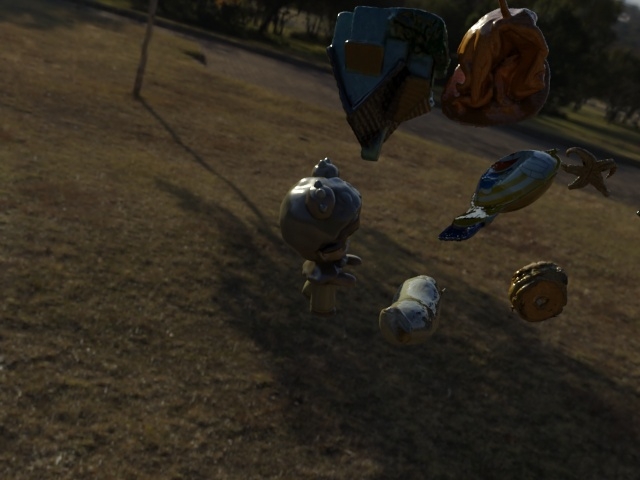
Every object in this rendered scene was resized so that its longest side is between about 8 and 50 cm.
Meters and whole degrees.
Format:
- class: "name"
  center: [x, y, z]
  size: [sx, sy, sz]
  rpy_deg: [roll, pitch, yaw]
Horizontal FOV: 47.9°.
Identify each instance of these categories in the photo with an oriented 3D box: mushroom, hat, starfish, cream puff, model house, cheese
- class: "mushroom"
  center: [0.188, 0.141, 1.426]
  size: [0.109, 0.097, 0.351]
  rpy_deg: [51, 17, 3]
- class: "hat"
  center: [0.340, -0.383, 1.403]
  size: [0.244, 0.233, 0.233]
  rpy_deg: [-16, 53, 2]
- class: "starfish"
  center: [0.793, -0.193, 2.116]
  size: [0.210, 0.150, 0.053]
  rpy_deg: [41, 26, -27]
- class: "cream puff"
  center: [0.449, 0.102, 1.492]
  size: [0.119, 0.133, 0.104]
  rpy_deg: [17, 16, -6]
- class: "model house"
  center: [0.132, -0.304, 1.484]
  size: [0.230, 0.248, 0.280]
  rpy_deg: [8, -7, 16]
- class: "cheese"
  center: [0.316, -0.080, 1.252]
  size: [0.069, 0.270, 0.177]
  rpy_deg: [55, -21, -17]

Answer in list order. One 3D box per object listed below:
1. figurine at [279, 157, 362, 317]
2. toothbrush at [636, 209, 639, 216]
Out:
- class: "figurine"
  center: [0.000, 0.001, 1.781]
  size: [0.203, 0.380, 0.248]
  rpy_deg: [3, 28, 8]
- class: "toothbrush"
  center: [0.857, 0.005, 1.766]
  size: [0.294, 0.028, 0.026]
  rpy_deg: [38, 5, -28]
